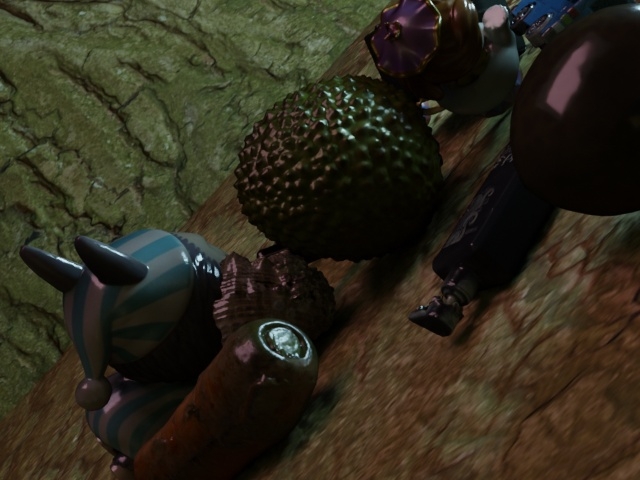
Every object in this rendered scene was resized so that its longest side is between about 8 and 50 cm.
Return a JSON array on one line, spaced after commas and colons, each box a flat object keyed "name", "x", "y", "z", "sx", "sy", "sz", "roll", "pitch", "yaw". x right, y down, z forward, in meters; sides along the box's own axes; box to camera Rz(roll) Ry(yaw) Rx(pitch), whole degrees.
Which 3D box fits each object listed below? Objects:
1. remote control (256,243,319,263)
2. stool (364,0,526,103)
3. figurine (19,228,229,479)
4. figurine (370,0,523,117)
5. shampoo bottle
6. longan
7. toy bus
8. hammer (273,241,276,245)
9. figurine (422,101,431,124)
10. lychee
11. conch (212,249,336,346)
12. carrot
[{"name": "remote control", "x": 0.000, "y": 0.000, "z": 1.900, "sx": 0.212, "sy": 0.059, "sz": 0.028, "roll": -24, "pitch": 41, "yaw": -23}, {"name": "stool", "x": 0.195, "y": -0.307, "z": 2.016, "sx": 0.232, "sy": 0.141, "sz": 0.232, "roll": -23, "pitch": 1, "yaw": 0}, {"name": "figurine", "x": -0.300, "y": 0.122, "z": 1.884, "sx": 0.361, "sy": 0.378, "sz": 0.266, "roll": -53, "pitch": 26, "yaw": 1}, {"name": "figurine", "x": 0.178, "y": -0.257, "z": 1.778, "sx": 0.189, "sy": 0.263, "sz": 0.142, "roll": -48, "pitch": 55, "yaw": 11}, {"name": "shampoo bottle", "x": 0.199, "y": -0.022, "z": 1.420, "sx": 0.309, "sy": 0.071, "sz": 0.098, "roll": -56, "pitch": 17, "yaw": -27}, {"name": "longan", "x": 0.272, "y": -0.116, "z": 1.189, "sx": 0.212, "sy": 0.198, "sz": 0.198, "roll": -55, "pitch": 13, "yaw": -10}, {"name": "toy bus", "x": 0.331, "y": -0.277, "z": 1.657, "sx": 0.133, "sy": 0.116, "sz": 0.234, "roll": -45, "pitch": 14, "yaw": 11}, {"name": "hammer", "x": -0.070, "y": 0.009, "z": 2.104, "sx": 0.152, "sy": 0.044, "sz": 0.427, "roll": -20, "pitch": 45, "yaw": 62}, {"name": "figurine", "x": 0.091, "y": -0.167, "z": 2.098, "sx": 0.158, "sy": 0.161, "sz": 0.275, "roll": -13, "pitch": 31, "yaw": 29}, {"name": "lychee", "x": 0.036, "y": -0.095, "z": 1.748, "sx": 0.320, "sy": 0.270, "sz": 0.270, "roll": -34, "pitch": 7, "yaw": -19}, {"name": "conch", "x": -0.068, "y": 0.099, "z": 1.760, "sx": 0.163, "sy": 0.178, "sz": 0.245, "roll": -48, "pitch": 26, "yaw": 49}, {"name": "carrot", "x": -0.112, "y": 0.219, "z": 1.613, "sx": 0.302, "sy": 0.139, "sz": 0.138, "roll": -46, "pitch": 11, "yaw": 36}]
